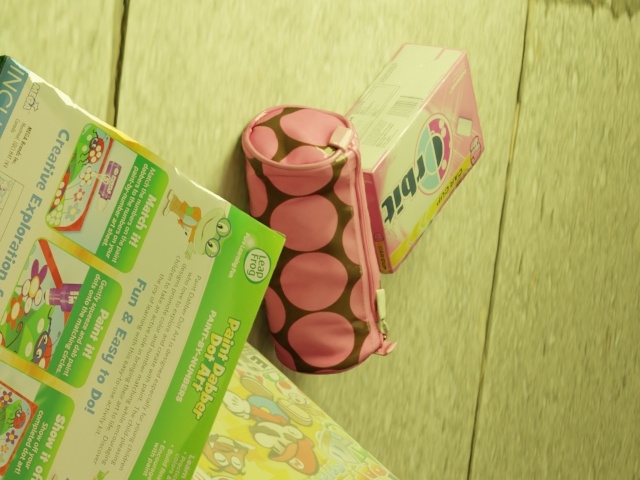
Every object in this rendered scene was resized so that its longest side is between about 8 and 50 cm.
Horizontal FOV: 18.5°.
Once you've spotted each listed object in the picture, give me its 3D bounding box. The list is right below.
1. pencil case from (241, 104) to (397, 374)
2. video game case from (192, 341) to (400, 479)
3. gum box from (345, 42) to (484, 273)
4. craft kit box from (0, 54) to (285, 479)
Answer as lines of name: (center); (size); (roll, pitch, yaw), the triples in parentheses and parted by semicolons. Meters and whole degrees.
pencil case: (0.000, 0.000, 1.525); (0.095, 0.098, 0.209); (-47, 137, -43)
video game case: (-0.048, 0.153, 1.397); (0.026, 0.206, 0.227); (-57, 157, 20)
gum box: (0.065, -0.068, 1.649); (0.188, 0.062, 0.107); (-52, 141, -39)
craft kit box: (-0.160, 0.052, 1.223); (0.246, 0.061, 0.250); (33, 69, -33)
